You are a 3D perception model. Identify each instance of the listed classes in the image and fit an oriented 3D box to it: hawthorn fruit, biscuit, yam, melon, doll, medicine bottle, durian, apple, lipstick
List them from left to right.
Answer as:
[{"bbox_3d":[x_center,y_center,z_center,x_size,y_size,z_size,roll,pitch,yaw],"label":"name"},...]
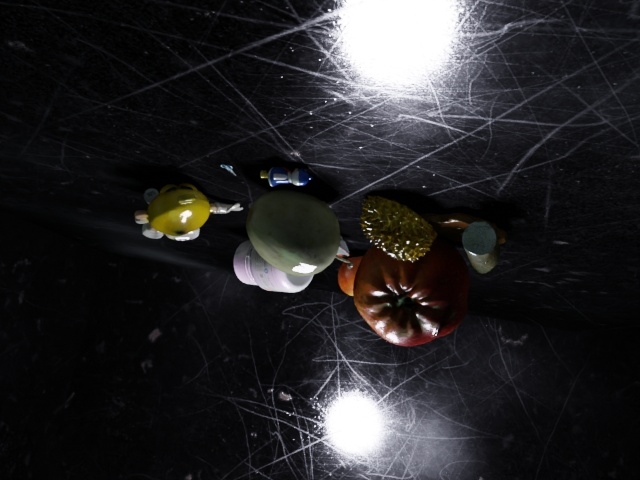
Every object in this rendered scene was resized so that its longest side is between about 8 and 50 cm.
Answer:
[{"bbox_3d":[-0.612,-0.133,1.996,0.059,0.059,0.264,11,168,-3],"label":"lipstick"},{"bbox_3d":[-0.483,-0.085,1.845,0.423,0.161,0.348,-18,169,33],"label":"doll"},{"bbox_3d":[-0.199,0.094,2.243,0.302,0.241,0.241,0,164,40],"label":"medicine bottle"},{"bbox_3d":[-0.089,-0.170,1.407,0.142,0.058,0.099,6,-172,18],"label":"doll"},{"bbox_3d":[-0.075,-0.025,1.599,0.271,0.272,0.308,0,143,40],"label":"melon"},{"bbox_3d":[0.184,0.147,2.313,0.234,0.173,0.210,-20,168,35],"label":"apple"},{"bbox_3d":[0.213,-0.030,1.532,0.249,0.138,0.183,33,179,1],"label":"durian"},{"bbox_3d":[0.322,0.139,1.786,0.402,0.403,0.403,10,168,2],"label":"hawthorn fruit"},{"bbox_3d":[0.425,-0.040,1.594,0.290,0.041,0.208,15,166,-17],"label":"biscuit"},{"bbox_3d":[0.472,0.029,1.531,0.106,0.106,0.259,5,166,24],"label":"yam"}]

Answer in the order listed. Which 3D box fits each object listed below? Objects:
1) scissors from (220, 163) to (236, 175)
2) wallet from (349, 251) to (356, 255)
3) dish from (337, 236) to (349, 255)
[{"bbox_3d":[-0.260,-0.202,1.517,0.036,0.006,0.083,10,168,14],"label":"scissors"},{"bbox_3d":[0.064,0.061,2.385,0.103,0.020,0.196,13,167,-33],"label":"wallet"},{"bbox_3d":[0.000,0.000,2.042,0.151,0.077,0.212,-5,160,45],"label":"dish"}]
